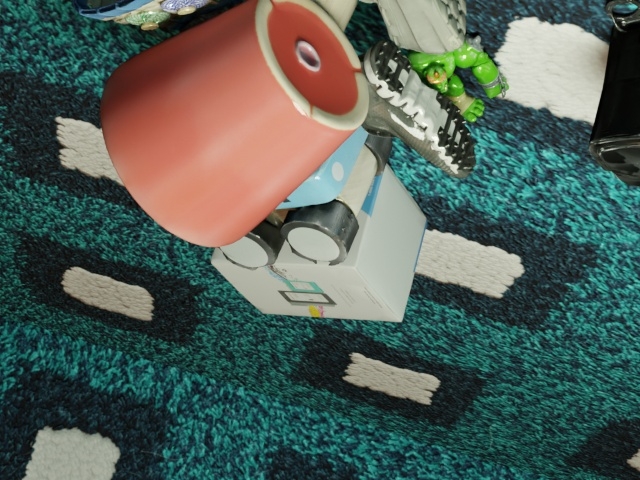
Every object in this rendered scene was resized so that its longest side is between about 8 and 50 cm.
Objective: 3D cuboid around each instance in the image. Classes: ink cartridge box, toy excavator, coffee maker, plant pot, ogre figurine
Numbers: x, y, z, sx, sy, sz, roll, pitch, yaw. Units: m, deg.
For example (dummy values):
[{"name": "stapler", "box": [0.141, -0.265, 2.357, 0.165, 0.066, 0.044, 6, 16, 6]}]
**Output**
[{"name": "ink cartridge box", "box": [0.000, 0.000, 2.304, 0.270, 0.198, 0.197, 2, 152, 30]}, {"name": "toy excavator", "box": [-0.061, -0.184, 1.980, 0.433, 0.222, 0.445, -7, 137, 40]}, {"name": "coffee maker", "box": [0.388, -0.176, 1.723, 0.171, 0.178, 0.120, 27, 152, -23]}, {"name": "plant pot", "box": [-0.092, -0.165, 1.719, 0.243, 0.275, 0.275, -32, 130, 34]}, {"name": "ogre figurine", "box": [0.148, -0.215, 1.882, 0.197, 0.097, 0.118, 1, 142, 13]}]

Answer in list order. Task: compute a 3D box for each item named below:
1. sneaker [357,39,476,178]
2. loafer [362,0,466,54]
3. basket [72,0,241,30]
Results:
[{"name": "sneaker", "box": [0.108, -0.161, 1.825, 0.106, 0.078, 0.234, -15, 132, 43]}, {"name": "loafer", "box": [0.079, -0.323, 1.685, 0.111, 0.112, 0.319, -6, 149, 24]}, {"name": "basket", "box": [-0.220, -0.369, 1.660, 0.289, 0.201, 0.255, 22, 157, -35]}]
